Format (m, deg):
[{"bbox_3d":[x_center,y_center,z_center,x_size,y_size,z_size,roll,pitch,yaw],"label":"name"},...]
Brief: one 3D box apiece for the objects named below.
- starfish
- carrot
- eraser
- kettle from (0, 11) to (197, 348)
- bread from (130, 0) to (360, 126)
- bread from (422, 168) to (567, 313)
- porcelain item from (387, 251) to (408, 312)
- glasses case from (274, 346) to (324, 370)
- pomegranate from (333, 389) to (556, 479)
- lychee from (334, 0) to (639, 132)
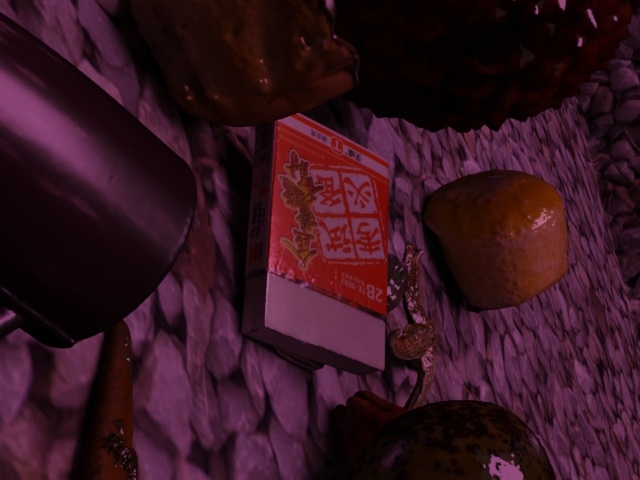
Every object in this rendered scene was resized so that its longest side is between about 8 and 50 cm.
[{"bbox_3d":[0.107,0.110,1.354,0.217,0.050,0.223,70,26,-72],"label":"starfish"},{"bbox_3d":[-0.139,0.149,0.788,0.049,0.049,0.254,50,25,-41],"label":"carrot"},{"bbox_3d":[0.000,0.000,1.138,0.157,0.038,0.230,24,58,-39],"label":"eraser"},{"bbox_3d":[-0.209,-0.039,0.684,0.232,0.144,0.202,43,64,-38],"label":"kettle"},{"bbox_3d":[-0.087,-0.177,1.060,0.252,0.133,0.174,23,-31,56],"label":"bread"},{"bbox_3d":[0.247,-0.008,1.671,0.197,0.197,0.170,-61,141,-62],"label":"bread"},{"bbox_3d":[0.012,-0.010,1.238,0.215,0.069,0.081,53,45,-38],"label":"porcelain item"},{"bbox_3d":[-0.020,0.099,1.130,0.083,0.021,0.032,33,44,-53],"label":"glasses case"},{"bbox_3d":[0.096,0.224,1.106,0.248,0.214,0.214,44,0,41],"label":"pomegranate"},{"bbox_3d":[0.126,-0.343,1.357,0.500,0.424,0.425,38,13,19],"label":"lychee"}]
